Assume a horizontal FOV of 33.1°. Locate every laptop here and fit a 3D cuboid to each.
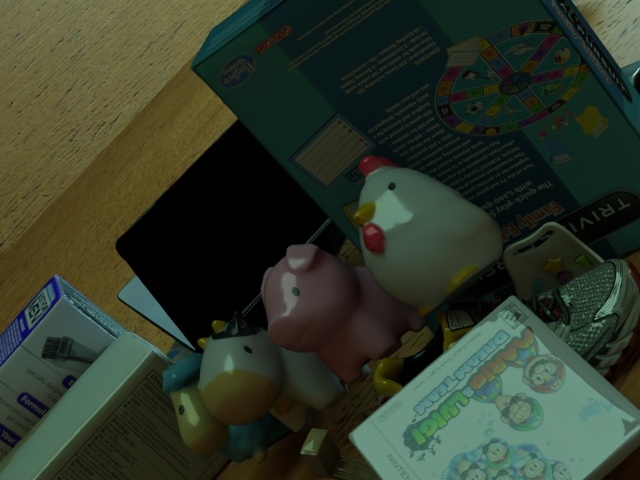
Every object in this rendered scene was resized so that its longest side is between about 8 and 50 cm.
[{"bbox_3d":[-0.082,-0.095,1.150,0.382,0.236,0.408,-47,30,-13],"label":"laptop"}]

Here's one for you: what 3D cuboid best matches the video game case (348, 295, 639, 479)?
[{"bbox_3d":[0.116,0.129,0.720,0.157,0.019,0.143,-40,46,-3],"label":"video game case"}]

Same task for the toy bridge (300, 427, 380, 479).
[{"bbox_3d":[0.075,0.170,0.773,0.188,0.063,0.026,0,44,31],"label":"toy bridge"}]

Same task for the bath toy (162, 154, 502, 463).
[{"bbox_3d":[-0.002,0.060,0.886,0.151,0.129,0.348,-24,-17,-50],"label":"bath toy"}]

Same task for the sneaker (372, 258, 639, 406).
[{"bbox_3d":[0.138,0.082,0.804,0.225,0.093,0.088,-35,23,17],"label":"sneaker"}]

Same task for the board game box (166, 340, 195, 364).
[{"bbox_3d":[-0.128,0.127,1.270,0.154,0.026,0.103,-22,30,42],"label":"board game box"}]

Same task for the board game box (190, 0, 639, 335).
[{"bbox_3d":[0.104,-0.098,0.867,0.254,0.336,0.079,-30,25,29],"label":"board game box"}]

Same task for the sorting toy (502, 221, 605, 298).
[{"bbox_3d":[0.186,0.022,0.856,0.083,0.075,0.045,-33,24,23],"label":"sorting toy"}]

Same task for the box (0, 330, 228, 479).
[{"bbox_3d":[-0.237,0.254,1.063,0.311,0.148,0.121,-47,21,-14],"label":"box"}]

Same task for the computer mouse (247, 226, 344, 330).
[{"bbox_3d":[0.000,0.000,1.221,0.184,0.060,0.262,-17,26,30],"label":"computer mouse"}]

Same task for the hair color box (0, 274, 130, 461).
[{"bbox_3d":[-0.327,0.228,1.175,0.339,0.185,0.110,-48,22,-2],"label":"hair color box"}]

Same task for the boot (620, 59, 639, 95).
[{"bbox_3d":[0.222,-0.090,1.031,0.208,0.076,0.189,-4,45,48],"label":"boot"}]
